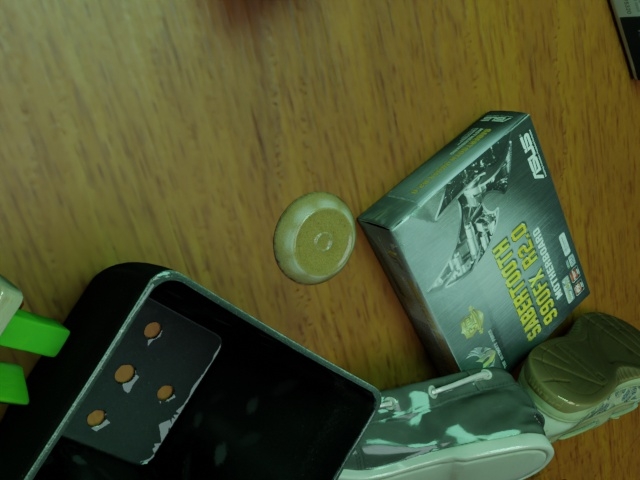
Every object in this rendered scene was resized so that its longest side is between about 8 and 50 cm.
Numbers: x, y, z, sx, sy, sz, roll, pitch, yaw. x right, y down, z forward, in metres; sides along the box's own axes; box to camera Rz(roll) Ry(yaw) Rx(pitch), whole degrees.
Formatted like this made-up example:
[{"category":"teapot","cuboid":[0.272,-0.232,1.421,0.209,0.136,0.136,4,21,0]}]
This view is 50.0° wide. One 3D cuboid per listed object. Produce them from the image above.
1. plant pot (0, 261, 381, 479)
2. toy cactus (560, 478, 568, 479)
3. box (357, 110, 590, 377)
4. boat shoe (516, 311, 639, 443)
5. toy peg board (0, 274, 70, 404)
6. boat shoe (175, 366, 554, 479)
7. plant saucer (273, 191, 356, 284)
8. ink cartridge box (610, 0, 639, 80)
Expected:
[{"category":"plant pot","cuboid":[-0.109,0.118,0.462,0.187,0.167,0.188,36,83,-34]},{"category":"toy cactus","cuboid":[0.187,0.326,0.752,0.219,0.112,0.180,14,104,-42]},{"category":"box","cuboid":[0.160,0.018,0.672,0.183,0.056,0.231,-39,119,-19]},{"category":"boat shoe","cuboid":[0.289,0.150,0.750,0.285,0.104,0.089,-3,129,-43]},{"category":"toy peg board","cuboid":[-0.241,0.071,0.394,0.161,0.161,0.079,-59,151,-6]},{"category":"boat shoe","cuboid":[0.035,0.182,0.607,0.336,0.095,0.112,-6,135,-10]},{"category":"plant saucer","cuboid":[0.000,0.000,0.592,0.084,0.015,0.083,-8,106,-31]},{"category":"ink cartridge box","cuboid":[0.453,-0.357,0.761,0.371,0.069,0.175,-44,121,-18]}]
